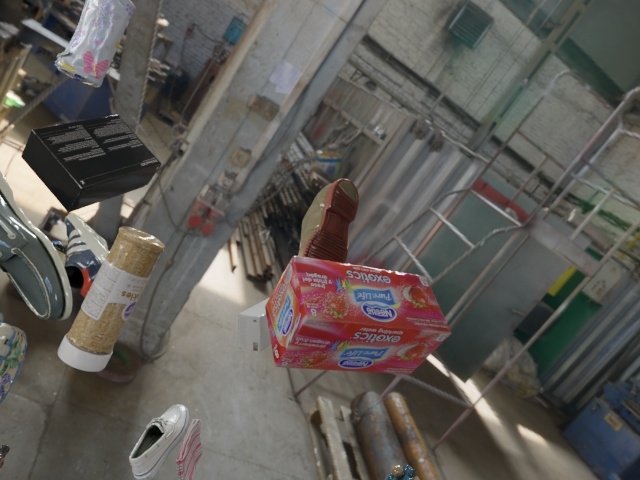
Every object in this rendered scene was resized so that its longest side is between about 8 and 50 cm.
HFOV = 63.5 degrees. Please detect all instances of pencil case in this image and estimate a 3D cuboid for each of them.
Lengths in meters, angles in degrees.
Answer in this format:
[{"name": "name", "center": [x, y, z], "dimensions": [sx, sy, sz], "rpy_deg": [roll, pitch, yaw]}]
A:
[{"name": "pencil case", "center": [-0.616, -0.561, 1.419], "dimensions": [0.124, 0.273, 0.113], "rpy_deg": [25, -1, -24]}]

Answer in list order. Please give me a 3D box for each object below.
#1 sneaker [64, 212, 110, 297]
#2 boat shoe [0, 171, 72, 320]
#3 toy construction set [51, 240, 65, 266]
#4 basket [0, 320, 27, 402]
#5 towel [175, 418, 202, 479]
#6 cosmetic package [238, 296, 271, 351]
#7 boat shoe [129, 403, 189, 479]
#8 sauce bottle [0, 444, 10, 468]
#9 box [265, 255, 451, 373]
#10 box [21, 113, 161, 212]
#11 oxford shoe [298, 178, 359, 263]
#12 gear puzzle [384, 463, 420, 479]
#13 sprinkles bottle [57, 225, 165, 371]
[{"name": "sneaker", "center": [-0.687, 0.045, 1.480], "dimensions": [0.350, 0.148, 0.131], "rpy_deg": [35, -15, 42]}, {"name": "boat shoe", "center": [-0.510, 0.002, 0.810], "dimensions": [0.319, 0.116, 0.099], "rpy_deg": [56, 35, 3]}, {"name": "toy construction set", "center": [-0.776, 0.040, 1.292], "dimensions": [0.328, 0.215, 0.151], "rpy_deg": [32, 40, -65]}, {"name": "basket", "center": [-0.857, 0.314, 1.277], "dimensions": [0.201, 0.289, 0.254], "rpy_deg": [25, 60, -24]}, {"name": "towel", "center": [-0.378, 0.636, 1.510], "dimensions": [0.029, 0.197, 0.144], "rpy_deg": [8, 34, 5]}, {"name": "cosmetic package", "center": [-0.179, 0.267, 1.684], "dimensions": [0.085, 0.117, 0.231], "rpy_deg": [4, 8, 21]}, {"name": "boat shoe", "center": [-0.385, 0.469, 1.255], "dimensions": [0.226, 0.083, 0.076], "rpy_deg": [-75, 154, -63]}, {"name": "sauce bottle", "center": [-0.854, 0.593, 1.343], "dimensions": [0.042, 0.042, 0.128], "rpy_deg": [31, 25, -17]}, {"name": "box", "center": [0.057, 0.125, 0.822], "dimensions": [0.257, 0.128, 0.122], "rpy_deg": [10, 42, -26]}, {"name": "box", "center": [-0.565, -0.201, 1.298], "dimensions": [0.184, 0.103, 0.261], "rpy_deg": [47, 34, 5]}, {"name": "oxford shoe", "center": [0.000, 0.000, 1.402], "dimensions": [0.123, 0.348, 0.130], "rpy_deg": [36, -26, -28]}, {"name": "gear puzzle", "center": [0.039, 0.511, 0.867], "dimensions": [0.044, 0.339, 0.175], "rpy_deg": [48, -5, -3]}, {"name": "sprinkles bottle", "center": [-0.520, 0.144, 1.290], "dimensions": [0.121, 0.355, 0.121], "rpy_deg": [27, 1, -1]}]
